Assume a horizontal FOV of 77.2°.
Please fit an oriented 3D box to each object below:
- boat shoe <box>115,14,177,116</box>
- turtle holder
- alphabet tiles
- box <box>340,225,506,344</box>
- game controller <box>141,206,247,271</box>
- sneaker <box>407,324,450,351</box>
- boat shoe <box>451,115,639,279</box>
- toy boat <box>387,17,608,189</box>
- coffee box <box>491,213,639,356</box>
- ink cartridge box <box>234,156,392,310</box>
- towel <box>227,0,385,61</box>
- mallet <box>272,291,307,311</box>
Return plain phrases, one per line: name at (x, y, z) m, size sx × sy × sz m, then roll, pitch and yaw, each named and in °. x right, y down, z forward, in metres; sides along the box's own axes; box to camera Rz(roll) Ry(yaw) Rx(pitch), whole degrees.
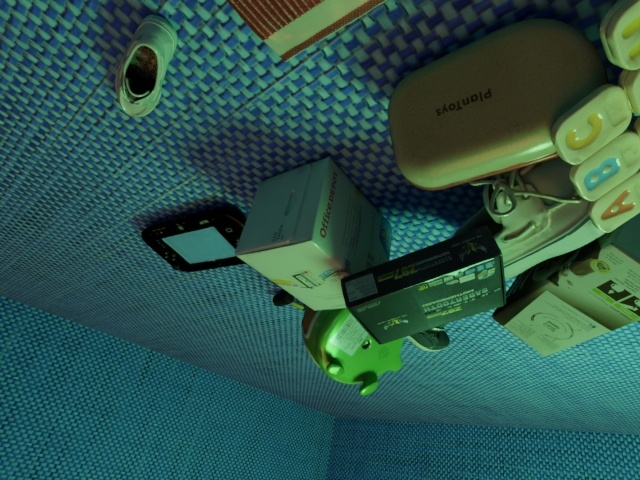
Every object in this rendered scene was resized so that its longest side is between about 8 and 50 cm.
boat shoe at (-0.248, -0.222, 0.555) m, size 0.066 × 0.063 × 0.184 m, roll 32°, pitch 144°, yaw -30°
turtle holder at (0.099, 0.231, 1.049) m, size 0.320 × 0.243 × 0.227 m, roll 6°, pitch -168°, yaw -31°
alphabet tiles at (0.369, -0.137, 0.376) m, size 0.278 × 0.021 × 0.284 m, roll -39°, pitch 122°, yaw 15°
box at (0.172, 0.084, 0.647) m, size 0.233 × 0.059 × 0.183 m, roll -21°, pitch 143°, yaw 12°
game controller at (-0.274, 0.005, 0.935) m, size 0.319 × 0.067 × 0.166 m, roll -10°, pitch 143°, yaw 31°
sneaker at (0.315, 0.241, 1.104) m, size 0.226 × 0.086 × 0.163 m, roll 27°, pitch 148°, yaw -23°
boat shoe at (0.295, -0.061, 0.594) m, size 0.157 × 0.135 × 0.367 m, roll 23°, pitch 156°, yaw 0°
toy boat at (0.207, -0.147, 0.484) m, size 0.231 × 0.150 × 0.151 m, roll -13°, pitch 171°, yaw 36°
coffee box at (0.436, 0.058, 0.655) m, size 0.119 × 0.168 × 0.297 m, roll 38°, pitch 151°, yaw 13°
ink cartridge box at (0.000, 0.000, 0.732) m, size 0.168 × 0.171 × 0.233 m, roll -13°, pitch 141°, yaw 35°
towel at (-0.048, -0.334, 0.334) m, size 0.237 × 0.037 × 0.329 m, roll -15°, pitch 142°, yaw 33°
mallet at (-0.054, 0.201, 1.220) m, size 0.190 × 0.039 × 0.062 m, roll 27°, pitch 144°, yaw -32°
